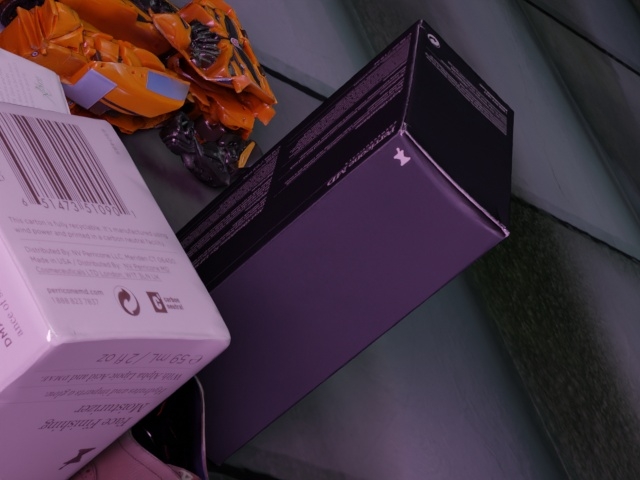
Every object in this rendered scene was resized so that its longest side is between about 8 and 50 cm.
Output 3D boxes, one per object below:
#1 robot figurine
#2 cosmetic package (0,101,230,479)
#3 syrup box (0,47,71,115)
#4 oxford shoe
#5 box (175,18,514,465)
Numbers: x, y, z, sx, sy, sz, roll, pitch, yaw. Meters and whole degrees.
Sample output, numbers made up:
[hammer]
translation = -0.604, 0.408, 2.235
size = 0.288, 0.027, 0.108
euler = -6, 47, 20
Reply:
[robot figurine]
translation = -0.143, -0.150, 1.418
size = 0.291, 0.085, 0.211
euler = 17, 40, -51
[cosmetic package]
translation = -0.180, 0.042, 0.948
size = 0.151, 0.183, 0.151
euler = 5, 49, -58
[syrup box]
translation = -0.262, -0.081, 1.097
size = 0.237, 0.093, 0.096
euler = 24, 35, -44
[oxford shoe]
translation = -0.106, 0.168, 0.995
size = 0.097, 0.098, 0.271
euler = 37, 27, -27
[box]
translation = 0.000, 0.000, 1.227
size = 0.103, 0.261, 0.184
euler = 44, 25, -13
